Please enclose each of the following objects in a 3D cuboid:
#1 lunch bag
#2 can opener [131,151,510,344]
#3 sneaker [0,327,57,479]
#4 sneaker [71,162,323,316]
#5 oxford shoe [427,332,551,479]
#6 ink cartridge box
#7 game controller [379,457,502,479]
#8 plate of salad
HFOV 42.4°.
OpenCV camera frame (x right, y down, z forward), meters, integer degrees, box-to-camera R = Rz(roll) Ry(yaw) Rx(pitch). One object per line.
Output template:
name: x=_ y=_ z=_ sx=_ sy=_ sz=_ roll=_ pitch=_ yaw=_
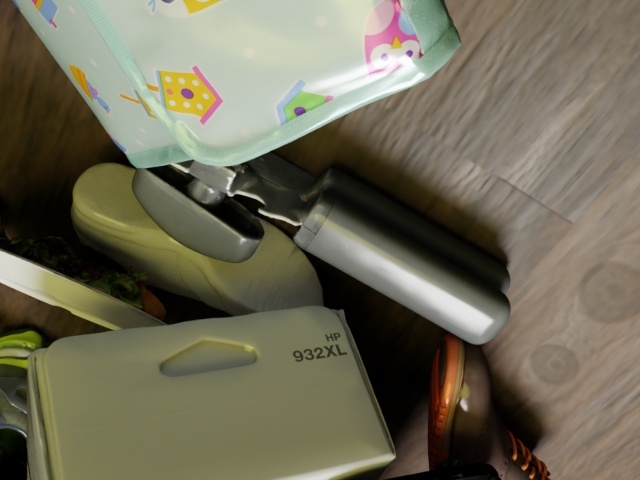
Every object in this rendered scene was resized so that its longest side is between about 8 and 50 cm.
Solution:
lunch bag: x=-0.069 y=-0.160 z=0.418 sx=0.262 sy=0.160 sz=0.223 roll=8 pitch=135 yaw=57
can opener: x=0.000 y=0.000 z=0.608 sx=0.283 sy=0.076 sz=0.095 roll=30 pitch=122 yaw=-6
sneaker: x=-0.253 y=0.237 z=0.803 sx=0.111 sy=0.121 sz=0.300 roll=-16 pitch=116 yaw=25
sneaker: x=-0.099 y=0.019 z=0.661 sx=0.212 sy=0.080 sz=0.094 roll=29 pitch=141 yaw=-1
oxford shoe: x=0.141 y=0.177 z=0.678 sx=0.098 sy=0.097 sz=0.271 roll=-3 pitch=131 yaw=13
ink cartridge box: x=-0.104 y=0.199 z=0.639 sx=0.223 sy=0.129 sz=0.307 roll=-6 pitch=143 yaw=-23
game controller: x=0.012 y=0.264 z=0.646 sx=0.166 sy=0.067 sz=0.319 roll=7 pitch=136 yaw=-24
plate of salad: x=-0.198 y=0.028 z=0.648 sx=0.199 sy=0.048 sz=0.200 roll=21 pitch=168 yaw=5
